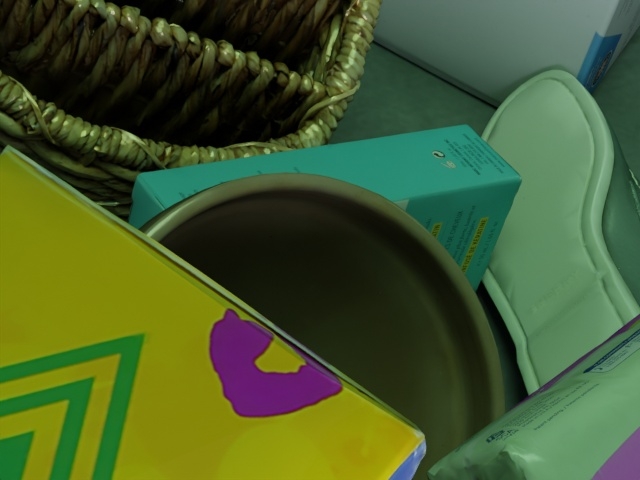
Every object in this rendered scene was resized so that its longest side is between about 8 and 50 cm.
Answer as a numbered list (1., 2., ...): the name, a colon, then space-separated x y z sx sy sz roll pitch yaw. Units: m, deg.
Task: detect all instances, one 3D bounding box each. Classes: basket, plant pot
1. basket: -0.119 -0.143 0.922 0.299 0.223 0.213 21 44 -23
2. plant pot: -0.032 0.089 0.803 0.237 0.110 0.237 4 82 -29

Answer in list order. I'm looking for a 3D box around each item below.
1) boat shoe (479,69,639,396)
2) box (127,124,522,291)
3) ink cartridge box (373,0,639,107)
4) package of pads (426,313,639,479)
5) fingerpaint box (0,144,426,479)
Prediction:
1. boat shoe: 0.174 0.022 1.007 0.099 0.116 0.319 34 33 -35
2. box: 0.000 0.000 0.928 0.244 0.100 0.060 -12 45 -35
3. ink cartridge box: 0.174 -0.259 1.158 0.197 0.198 0.270 30 49 12
4. package of pads: 0.223 0.179 0.801 0.229 0.101 0.296 -30 90 -32
5. fingerpaint box: -0.172 0.250 0.480 0.163 0.445 0.371 33 51 18
